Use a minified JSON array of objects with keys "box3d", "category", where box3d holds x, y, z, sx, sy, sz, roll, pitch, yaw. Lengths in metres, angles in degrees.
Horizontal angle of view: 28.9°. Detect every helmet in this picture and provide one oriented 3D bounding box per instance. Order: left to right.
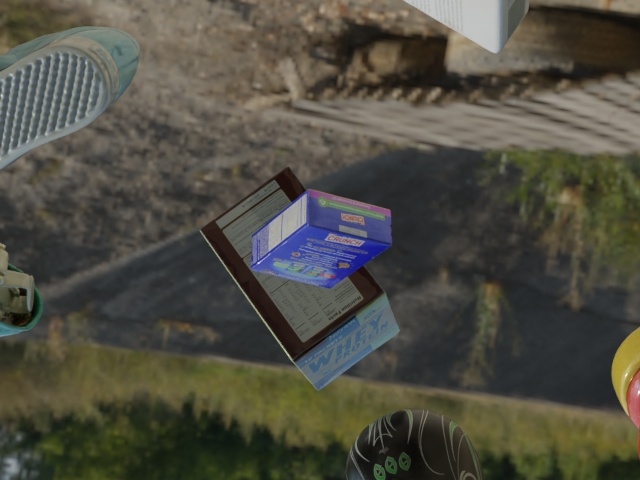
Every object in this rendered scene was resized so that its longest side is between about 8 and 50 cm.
[{"box3d":[0.107,0.270,1.404,0.169,0.169,0.161,11,-142,-21],"category":"helmet"}]

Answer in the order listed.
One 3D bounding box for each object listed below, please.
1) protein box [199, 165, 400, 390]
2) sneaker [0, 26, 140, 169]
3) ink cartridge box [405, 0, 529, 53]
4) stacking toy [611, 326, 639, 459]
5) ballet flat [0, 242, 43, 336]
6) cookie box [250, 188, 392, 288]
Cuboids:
[{"box3d":[-0.020,0.052,1.536,0.201,0.136,0.200,53,177,19],"category":"protein box"},{"box3d":[-0.369,-0.164,1.500,0.365,0.135,0.150,-10,-161,25],"category":"sneaker"},{"box3d":[0.068,-0.307,1.135,0.261,0.066,0.296,32,173,13],"category":"ink cartridge box"},{"box3d":[0.409,0.163,0.949,0.309,0.130,0.279,-24,118,24],"category":"stacking toy"},{"box3d":[-0.319,0.030,1.146,0.087,0.083,0.247,-10,161,5],"category":"ballet flat"},{"box3d":[0.000,0.000,1.148,0.091,0.040,0.107,14,149,-29],"category":"cookie box"}]
